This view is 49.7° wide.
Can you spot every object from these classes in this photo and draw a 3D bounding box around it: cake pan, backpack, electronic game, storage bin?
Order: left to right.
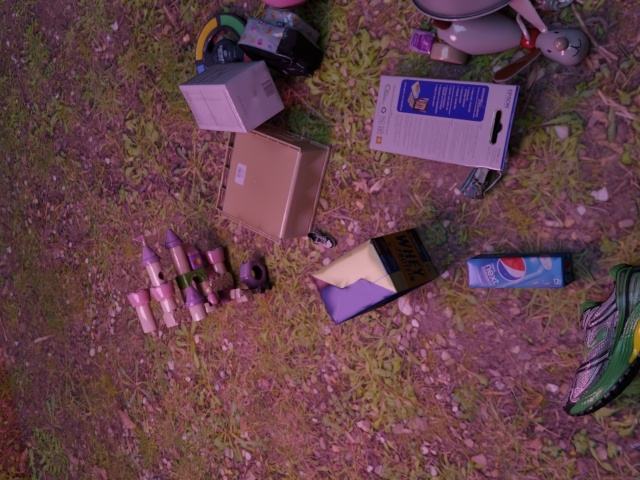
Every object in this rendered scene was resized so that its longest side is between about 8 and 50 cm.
[{"bbox_3d":[-0.266,-0.516,1.927,0.229,0.048,0.229,7,101,36],"label":"electronic game"},{"bbox_3d":[-0.136,-0.160,1.845,0.260,0.123,0.262,25,112,32],"label":"storage bin"},{"bbox_3d":[-0.105,-0.501,1.740,0.188,0.166,0.145,15,91,32],"label":"backpack"},{"bbox_3d":[0.307,-0.573,1.391,0.293,0.054,0.293,-13,57,22],"label":"cake pan"}]

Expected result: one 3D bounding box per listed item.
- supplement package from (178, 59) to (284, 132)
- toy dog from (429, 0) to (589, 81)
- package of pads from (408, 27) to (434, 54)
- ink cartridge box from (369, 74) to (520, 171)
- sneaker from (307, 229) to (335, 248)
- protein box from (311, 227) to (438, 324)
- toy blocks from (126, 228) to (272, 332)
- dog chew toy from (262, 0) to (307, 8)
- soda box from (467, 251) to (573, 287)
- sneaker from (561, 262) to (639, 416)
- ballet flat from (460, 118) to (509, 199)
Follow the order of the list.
[{"bbox_3d":[-0.233,-0.373,1.787,0.244,0.134,0.139,16,137,50],"label":"supplement package"},{"bbox_3d":[0.357,-0.431,1.408,0.333,0.161,0.220,-3,96,37],"label":"toy dog"},{"bbox_3d":[0.227,-0.449,1.558,0.083,0.031,0.050,-112,33,-65],"label":"package of pads"},{"bbox_3d":[0.271,-0.262,1.516,0.371,0.069,0.176,19,103,46],"label":"ink cartridge box"},{"bbox_3d":[0.000,0.000,1.824,0.083,0.037,0.032,27,111,29],"label":"sneaker"},{"bbox_3d":[0.130,0.084,1.638,0.199,0.201,0.136,-33,78,36],"label":"protein box"},{"bbox_3d":[-0.362,0.079,1.947,0.308,0.288,0.260,-16,93,40],"label":"toy blocks"},{"bbox_3d":[-0.029,-0.704,1.635,0.331,0.206,0.207,-30,79,26],"label":"dog chew toy"},{"bbox_3d":[0.430,0.064,1.494,0.210,0.071,0.067,-3,96,37],"label":"soda box"},{"bbox_3d":[0.579,0.204,1.389,0.146,0.134,0.344,35,108,35],"label":"sneaker"},{"bbox_3d":[0.375,-0.172,1.510,0.070,0.070,0.188,39,120,25],"label":"ballet flat"}]
